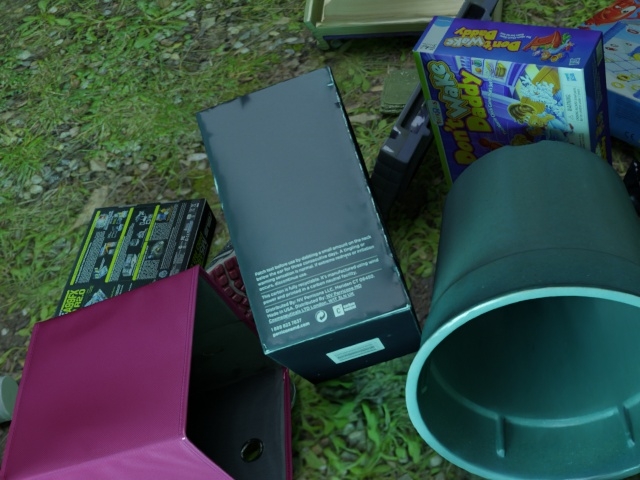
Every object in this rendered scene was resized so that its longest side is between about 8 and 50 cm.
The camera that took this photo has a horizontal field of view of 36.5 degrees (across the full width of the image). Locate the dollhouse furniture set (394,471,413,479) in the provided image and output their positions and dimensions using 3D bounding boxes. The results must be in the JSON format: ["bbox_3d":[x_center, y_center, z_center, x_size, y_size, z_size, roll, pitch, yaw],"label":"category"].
[{"bbox_3d":[0.078,0.328,1.144,0.123,0.151,0.144,-31,48,-9],"label":"dollhouse furniture set"}]

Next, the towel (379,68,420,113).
[{"bbox_3d":[0.180,-0.269,1.737,0.148,0.027,0.110,-3,48,18],"label":"towel"}]

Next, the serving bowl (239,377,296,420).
[{"bbox_3d":[-0.072,0.226,1.377,0.083,0.027,0.083,-11,46,11],"label":"serving bowl"}]

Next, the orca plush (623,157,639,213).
[{"bbox_3d":[0.555,-0.060,1.356,0.151,0.102,0.287,-39,48,-16],"label":"orca plush"}]

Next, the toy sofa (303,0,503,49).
[{"bbox_3d":[0.164,-0.448,1.845,0.362,0.177,0.150,2,75,21],"label":"toy sofa"}]

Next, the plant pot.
[{"bbox_3d":[0.278,0.070,1.207,0.341,0.341,0.334,-9,39,13],"label":"plant pot"}]

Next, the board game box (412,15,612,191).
[{"bbox_3d":[0.281,-0.145,1.364,0.233,0.347,0.078,13,56,30],"label":"board game box"}]

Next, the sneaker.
[{"bbox_3d":[-0.111,0.046,1.513,0.299,0.121,0.112,-47,21,-21],"label":"sneaker"}]

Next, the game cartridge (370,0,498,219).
[{"bbox_3d":[0.175,-0.213,1.537,0.068,0.230,0.355,26,67,9],"label":"game cartridge"}]

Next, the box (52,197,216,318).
[{"bbox_3d":[-0.303,0.053,1.599,0.216,0.060,0.270,-5,48,17],"label":"box"}]

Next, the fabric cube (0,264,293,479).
[{"bbox_3d":[-0.207,0.232,1.240,0.258,0.259,0.254,-20,45,17],"label":"fabric cube"}]

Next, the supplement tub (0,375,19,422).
[{"bbox_3d":[-0.523,0.253,1.490,0.107,0.071,0.071,-14,46,6],"label":"supplement tub"}]

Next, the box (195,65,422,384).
[{"bbox_3d":[0.000,0.000,1.268,0.179,0.343,0.313,-18,73,4],"label":"box"}]

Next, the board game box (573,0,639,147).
[{"bbox_3d":[0.548,-0.273,1.535,0.302,0.086,0.308,-35,47,-24],"label":"board game box"}]
